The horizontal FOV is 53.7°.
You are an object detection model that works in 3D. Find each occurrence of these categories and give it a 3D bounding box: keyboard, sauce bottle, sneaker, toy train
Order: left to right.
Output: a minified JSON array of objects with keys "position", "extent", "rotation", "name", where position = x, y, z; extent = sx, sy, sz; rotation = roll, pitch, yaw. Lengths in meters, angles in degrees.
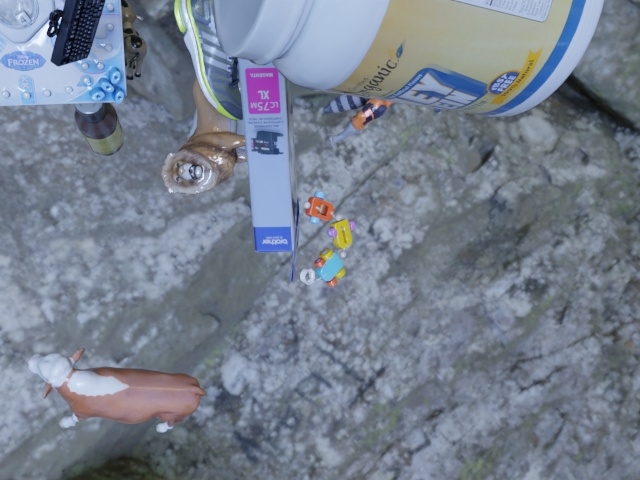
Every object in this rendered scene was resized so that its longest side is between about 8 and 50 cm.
[{"position":[-0.409,-0.366,1.060],"extent":[0.108,0.023,0.180],"rotation":[-33,167,-46],"name":"keyboard"},{"position":[-0.598,-0.318,1.703],"extent":[0.111,0.111,0.344],"rotation":[-40,-176,-14],"name":"sauce bottle"},{"position":[-0.216,-0.408,1.388],"extent":[0.121,0.300,0.111],"rotation":[-14,-153,15],"name":"sneaker"},{"position":[0.000,0.000,1.148],"extent":[0.125,0.046,0.166],"rotation":[13,85,-39],"name":"toy train"}]

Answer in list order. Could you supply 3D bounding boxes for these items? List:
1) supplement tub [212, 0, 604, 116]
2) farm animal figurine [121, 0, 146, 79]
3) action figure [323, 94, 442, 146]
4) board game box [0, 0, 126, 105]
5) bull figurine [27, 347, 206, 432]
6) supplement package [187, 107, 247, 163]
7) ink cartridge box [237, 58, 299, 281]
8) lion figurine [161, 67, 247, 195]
[{"position":[0.049,-0.156,0.378],"extent":[0.200,0.144,0.144],"rotation":[2,144,-25],"name":"supplement tub"},{"position":[-0.606,-0.601,1.739],"extent":[0.326,0.330,0.172],"rotation":[-77,-175,-55],"name":"farm animal figurine"},{"position":[0.141,-0.395,1.404],"extent":[0.330,0.341,0.178],"rotation":[-17,168,6],"name":"action figure"},{"position":[-0.572,-0.437,1.180],"extent":[0.390,0.050,0.390],"rotation":[-7,122,-22],"name":"board game box"},{"position":[-0.369,0.277,1.134],"extent":[0.310,0.101,0.188],"rotation":[16,145,-23],"name":"bull figurine"},{"position":[-0.250,-0.322,1.876],"extent":[0.203,0.194,0.149],"rotation":[6,108,-38],"name":"supplement package"},{"position":[-0.065,-0.118,0.870],"extent":[0.186,0.065,0.311],"rotation":[-91,177,-61],"name":"ink cartridge box"},{"position":[-0.246,-0.292,1.507],"extent":[0.240,0.392,0.142],"rotation":[-2,161,5],"name":"lion figurine"}]
